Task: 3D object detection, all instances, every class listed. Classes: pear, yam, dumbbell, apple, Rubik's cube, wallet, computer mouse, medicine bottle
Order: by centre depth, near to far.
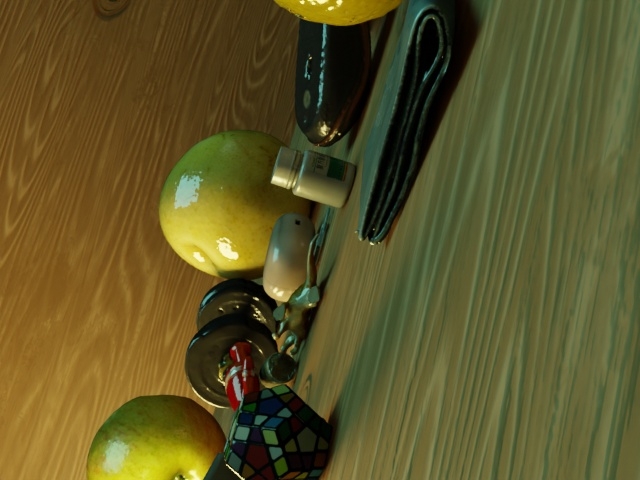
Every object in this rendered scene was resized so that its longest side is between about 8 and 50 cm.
[{"bbox_3d":[-0.050,0.234,0.972,0.133,0.133,0.112,-87,-11,-63],"label":"Rubik's cube"},{"bbox_3d":[0.101,-0.173,1.000,0.251,0.054,0.291,-77,2,-57],"label":"wallet"},{"bbox_3d":[-0.013,-0.109,1.403,0.080,0.130,0.080,-163,90,-82],"label":"medicine bottle"},{"bbox_3d":[-0.074,0.222,1.426,0.132,0.054,0.054,125,160,-71],"label":"yam"},{"bbox_3d":[0.026,-0.336,1.554,0.183,0.116,0.324,15,102,63],"label":"computer mouse"},{"bbox_3d":[-0.173,0.202,1.707,0.388,0.185,0.185,-102,29,-74],"label":"dumbbell"},{"bbox_3d":[-0.184,-0.077,1.870,0.348,0.348,0.349,-163,90,-83],"label":"pear"},{"bbox_3d":[-0.373,0.527,1.953,0.339,0.339,0.340,-163,90,-83],"label":"apple"}]

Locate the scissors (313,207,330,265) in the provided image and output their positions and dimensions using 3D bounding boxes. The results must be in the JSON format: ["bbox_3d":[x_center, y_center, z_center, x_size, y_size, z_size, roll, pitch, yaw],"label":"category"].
[{"bbox_3d":[0.000,0.000,1.519,0.058,0.014,0.119,107,179,-67],"label":"scissors"}]

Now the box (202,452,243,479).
[{"bbox_3d":[-0.125,0.372,1.229,0.069,0.122,0.084,-64,1,-40],"label":"box"}]

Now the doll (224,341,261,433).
[{"bbox_3d":[-0.121,0.286,1.405,0.245,0.076,0.142,-111,22,-47],"label":"doll"}]

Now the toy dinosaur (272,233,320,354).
[{"bbox_3d":[-0.020,0.097,1.375,0.212,0.057,0.142,-61,-12,3],"label":"toy dinosaur"}]

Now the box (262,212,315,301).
[{"bbox_3d":[-0.059,0.030,1.585,0.200,0.088,0.146,-85,7,-67],"label":"box"}]

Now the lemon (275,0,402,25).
[{"bbox_3d":[0.033,-0.487,1.227,0.336,0.335,0.336,-163,90,-83],"label":"lemon"}]
